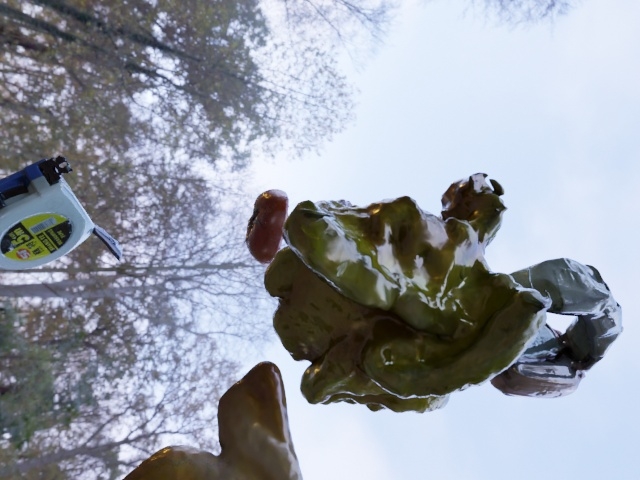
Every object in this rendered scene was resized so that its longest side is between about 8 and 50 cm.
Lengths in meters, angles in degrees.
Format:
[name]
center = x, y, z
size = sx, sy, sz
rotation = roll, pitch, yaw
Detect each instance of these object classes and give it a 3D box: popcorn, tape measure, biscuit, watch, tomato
[popcorn]
center = 0.089, 0.075, 0.557
size = 0.325, 0.321, 0.290
rotation = 17, -67, 39
[tape measure]
center = -0.560, -0.011, 1.001
size = 0.098, 0.215, 0.351
rotation = 49, -21, 22
[biscuit]
center = -0.041, 0.226, 0.390
size = 0.208, 0.164, 0.047
rotation = 48, -28, 11
[watch]
center = 0.382, 0.137, 0.812
size = 0.162, 0.253, 0.241
rotation = -103, -150, -44
[tomato]
center = -0.158, -0.047, 1.396
size = 0.237, 0.095, 0.237
rotation = -166, -90, -77

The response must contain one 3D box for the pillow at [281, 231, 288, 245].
[pillow]
center = 0.002, 0.002, 0.923
size = 0.135, 0.211, 0.034
rotation = 44, -67, -3
